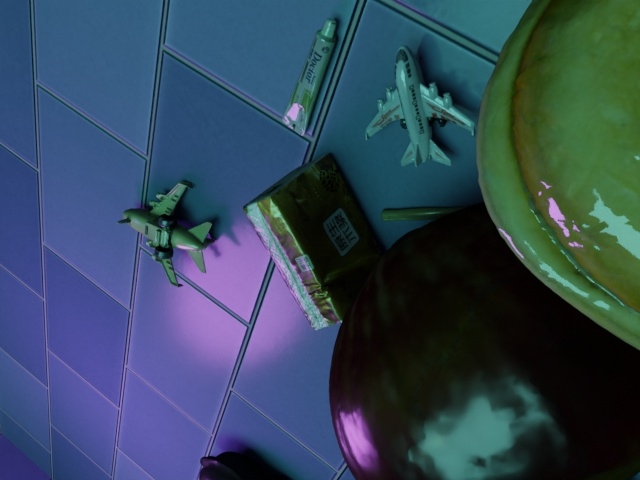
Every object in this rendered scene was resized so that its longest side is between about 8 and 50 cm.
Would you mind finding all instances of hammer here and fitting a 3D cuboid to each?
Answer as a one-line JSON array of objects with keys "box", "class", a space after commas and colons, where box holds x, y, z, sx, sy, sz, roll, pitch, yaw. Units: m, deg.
[{"box": [0.180, -0.045, 0.863, 0.198, 0.013, 0.063, -1, 117, 35], "class": "hammer"}]

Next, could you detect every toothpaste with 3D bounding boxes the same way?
[{"box": [-0.014, -0.243, 0.864, 0.048, 0.029, 0.197, 37, 136, 11], "class": "toothpaste"}]

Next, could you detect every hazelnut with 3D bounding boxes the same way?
[{"box": [0.224, 0.173, 0.744, 0.402, 0.402, 0.429, 40, 126, 7], "class": "hazelnut"}]

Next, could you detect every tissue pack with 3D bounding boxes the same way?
[{"box": [0.000, 0.000, 0.901, 0.091, 0.183, 0.226, -20, 105, 41], "class": "tissue pack"}]

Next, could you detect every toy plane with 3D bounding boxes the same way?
[{"box": [0.130, -0.179, 0.777, 0.162, 0.065, 0.171, 5, 118, 34], "class": "toy plane"}, {"box": [-0.325, -0.021, 1.185, 0.244, 0.092, 0.229, 19, 111, 21], "class": "toy plane"}]

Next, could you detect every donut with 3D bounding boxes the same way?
[{"box": [0.361, -0.086, 0.484, 0.448, 0.198, 0.450, -1, 83, 9], "class": "donut"}]

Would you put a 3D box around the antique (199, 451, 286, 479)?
[{"box": [-0.205, 0.690, 1.487, 0.322, 0.185, 0.255, 41, 135, 11], "class": "antique"}]
